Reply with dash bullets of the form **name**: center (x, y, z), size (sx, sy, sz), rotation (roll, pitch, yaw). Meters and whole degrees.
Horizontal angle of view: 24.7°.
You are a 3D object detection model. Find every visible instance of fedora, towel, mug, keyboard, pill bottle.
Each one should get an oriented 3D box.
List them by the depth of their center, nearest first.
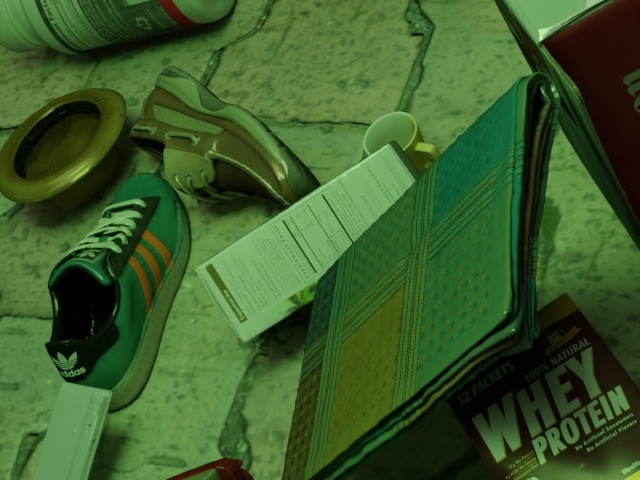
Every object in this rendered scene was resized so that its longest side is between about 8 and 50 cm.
- **towel**: center (0.077, 0.052, 1.229), size (0.370, 0.040, 0.271), rotation (-47, 24, 47)
- **keyboard**: center (-0.273, 0.271, 1.482), size (0.072, 0.014, 0.256), rotation (4, 73, 41)
- **mug**: center (0.089, -0.089, 1.555), size (0.062, 0.064, 0.078), rotation (-36, 45, 2)
- **fedora**: center (-0.307, -0.102, 1.805), size (0.194, 0.079, 0.194), rotation (-18, 41, 17)
- **pill bottle**: center (-0.283, -0.341, 1.915), size (0.319, 0.176, 0.176), rotation (-9, 51, 26)

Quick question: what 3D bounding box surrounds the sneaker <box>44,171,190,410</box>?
- **sneaker**: center (-0.227, 0.030, 1.615), size (0.108, 0.121, 0.302), rotation (-12, 50, 24)

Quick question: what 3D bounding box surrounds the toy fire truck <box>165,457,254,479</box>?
- **toy fire truck**: center (-0.074, 0.292, 1.289), size (0.159, 0.217, 0.246), rotation (-23, 5, 15)

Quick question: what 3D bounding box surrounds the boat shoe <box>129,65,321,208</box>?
- **boat shoe**: center (-0.114, -0.091, 1.657), size (0.116, 0.123, 0.324), rotation (-50, 38, -4)

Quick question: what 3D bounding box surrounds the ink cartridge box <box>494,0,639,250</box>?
- **ink cartridge box**: center (0.273, -0.143, 1.309), size (0.130, 0.309, 0.271), rotation (-30, 45, 8)

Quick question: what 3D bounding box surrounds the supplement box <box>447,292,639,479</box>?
- **supplement box**: center (0.218, 0.186, 1.158), size (0.129, 0.191, 0.194), rotation (-34, 43, 5)

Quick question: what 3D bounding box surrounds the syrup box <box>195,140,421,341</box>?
- **syrup box**: center (0.000, 0.000, 1.487), size (0.237, 0.096, 0.093), rotation (-34, 1, 9)
